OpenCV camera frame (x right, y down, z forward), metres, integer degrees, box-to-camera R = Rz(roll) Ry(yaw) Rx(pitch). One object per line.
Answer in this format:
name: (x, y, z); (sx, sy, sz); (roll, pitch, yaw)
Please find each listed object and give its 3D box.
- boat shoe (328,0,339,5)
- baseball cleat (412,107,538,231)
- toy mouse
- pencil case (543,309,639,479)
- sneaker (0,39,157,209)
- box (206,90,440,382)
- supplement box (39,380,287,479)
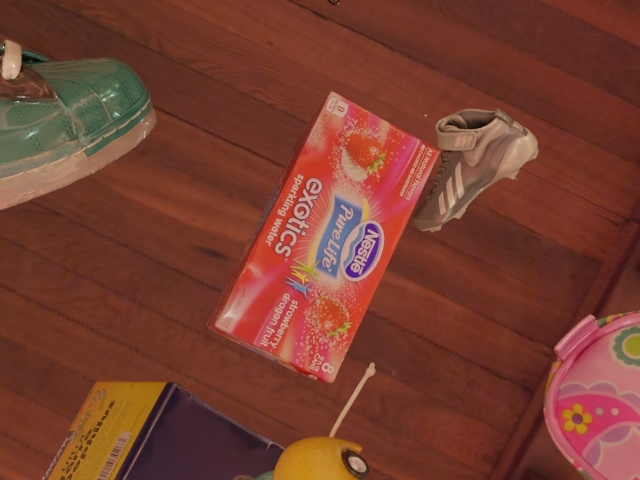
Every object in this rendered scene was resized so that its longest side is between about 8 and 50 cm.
boat shoe: (0.005, -0.320, 1.081); (0.046, 0.125, 0.038); (38, 107, 6)
baseball cleat: (0.159, -0.089, 1.019); (0.109, 0.072, 0.206); (39, 134, -12)
toy mouse: (-0.032, 0.142, 0.358); (0.031, 0.161, 0.143); (29, 123, -14)
pencil case: (0.228, 0.130, 0.591); (0.124, 0.284, 0.124); (-9, 67, 21)
sneaker: (-0.241, -0.075, 0.445); (0.302, 0.108, 0.121); (-12, 117, -14)
box: (0.000, 0.000, 0.867); (0.128, 0.122, 0.257); (28, 80, -8)
supplement box: (-0.232, 0.325, 1.204); (0.194, 0.356, 0.195); (36, 66, -21)
